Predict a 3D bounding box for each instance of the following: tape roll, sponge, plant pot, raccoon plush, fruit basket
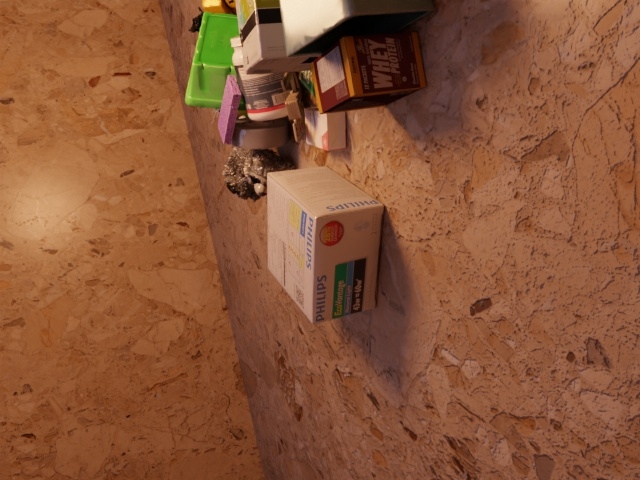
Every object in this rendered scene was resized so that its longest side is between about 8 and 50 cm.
[{"bbox_3d":[-0.226,-0.398,2.034,0.219,0.219,0.072,40,137,55],"label":"tape roll"},{"bbox_3d":[-0.318,-0.452,1.921,0.210,0.031,0.117,112,147,-43],"label":"sponge"},{"bbox_3d":[0.053,-0.571,1.201,0.247,0.248,0.252,-6,102,55],"label":"plant pot"},{"bbox_3d":[-0.260,-0.364,2.174,0.299,0.216,0.446,-40,64,55],"label":"raccoon plush"},{"bbox_3d":[-0.347,-0.616,2.100,0.392,0.283,0.391,-175,90,-86],"label":"fruit basket"}]

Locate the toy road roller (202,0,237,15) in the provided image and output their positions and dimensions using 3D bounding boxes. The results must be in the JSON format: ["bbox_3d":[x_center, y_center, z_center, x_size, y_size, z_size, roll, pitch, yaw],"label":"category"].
[{"bbox_3d":[-0.311,-0.936,2.021,0.329,0.241,0.202,53,-135,-65],"label":"toy road roller"}]

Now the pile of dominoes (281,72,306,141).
[{"bbox_3d":[-0.065,-0.446,1.759,0.251,0.040,0.195,-78,-23,-56],"label":"pile of dominoes"}]

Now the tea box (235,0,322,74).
[{"bbox_3d":[-0.099,-0.634,1.481,0.329,0.220,0.323,-150,53,-72],"label":"tea box"}]

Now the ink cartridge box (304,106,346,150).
[{"bbox_3d":[0.005,-0.352,1.720,0.198,0.067,0.115,-147,50,-60],"label":"ink cartridge box"}]

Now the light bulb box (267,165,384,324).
[{"bbox_3d":[0.000,0.000,1.699,0.361,0.226,0.357,44,138,52],"label":"light bulb box"}]

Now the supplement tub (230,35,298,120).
[{"bbox_3d":[-0.182,-0.553,1.846,0.191,0.191,0.272,33,142,59],"label":"supplement tub"}]

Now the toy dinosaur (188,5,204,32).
[{"bbox_3d":[-0.411,-0.870,2.295,0.164,0.218,0.321,-38,52,26],"label":"toy dinosaur"}]

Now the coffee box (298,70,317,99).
[{"bbox_3d":[-0.012,-0.513,1.718,0.113,0.041,0.184,101,149,-43],"label":"coffee box"}]

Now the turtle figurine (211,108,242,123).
[{"bbox_3d":[-0.402,-0.579,2.483,0.175,0.118,0.234,32,115,40],"label":"turtle figurine"}]

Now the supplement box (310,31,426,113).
[{"bbox_3d":[0.109,-0.393,1.308,0.194,0.192,0.129,179,79,-67],"label":"supplement box"}]
